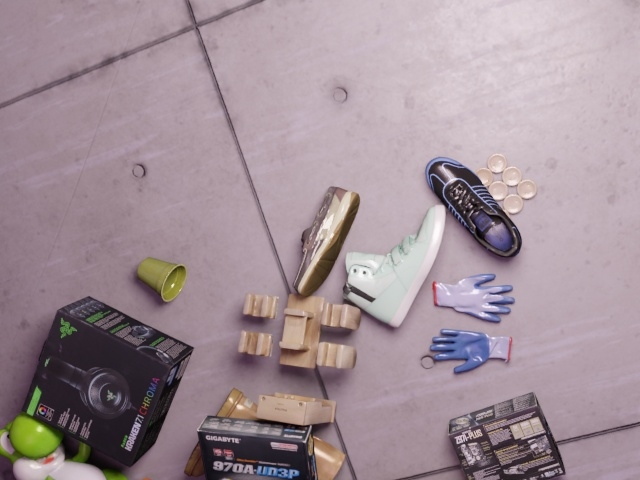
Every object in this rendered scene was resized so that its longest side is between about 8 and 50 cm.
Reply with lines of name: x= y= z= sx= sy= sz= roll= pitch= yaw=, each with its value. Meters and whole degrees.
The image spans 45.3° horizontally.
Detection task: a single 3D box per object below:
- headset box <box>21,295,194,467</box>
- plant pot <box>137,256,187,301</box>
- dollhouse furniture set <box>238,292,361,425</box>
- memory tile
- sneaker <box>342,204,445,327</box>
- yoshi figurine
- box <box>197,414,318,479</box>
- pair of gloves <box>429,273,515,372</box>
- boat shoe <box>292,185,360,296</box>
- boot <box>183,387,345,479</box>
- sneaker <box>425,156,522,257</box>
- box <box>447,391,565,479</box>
headset box: x=-0.448 y=0.283 z=1.593 sx=0.283 sy=0.131 sz=0.246 roll=26 pitch=103 yaw=7
plant pot: x=-0.329 y=0.071 z=1.567 sx=0.079 sy=0.083 sz=0.083 roll=24 pitch=103 yaw=19
dollhouse furniture set: x=-0.034 y=0.231 z=1.508 sx=0.212 sy=0.161 sz=0.242 roll=4 pitch=81 yaw=21
memory tile: x=0.322 y=-0.080 z=1.440 sx=0.113 sy=0.012 sz=0.148 roll=41 pitch=105 yaw=3
sneaker: x=0.132 y=0.029 z=1.450 sx=0.151 sy=0.094 sz=0.256 roll=24 pitch=105 yaw=1
yoshi figurine: x=-0.535 y=0.481 z=1.624 sx=0.362 sy=0.203 sz=0.203 roll=32 pitch=88 yaw=7
box: x=-0.118 y=0.432 z=1.485 sx=0.220 sy=0.051 sz=0.175 roll=2 pitch=116 yaw=15
pair of gloves: x=0.292 y=0.160 z=1.480 sx=0.159 sy=0.023 sz=0.198 roll=1 pitch=98 yaw=13
boat shoe: x=0.000 y=-0.001 z=1.477 sx=0.073 sy=0.080 sz=0.223 roll=26 pitch=86 yaw=24
boot: x=-0.121 y=0.461 z=1.580 sx=0.269 sy=0.089 sz=0.236 roll=33 pitch=111 yaw=1
sneaker: x=0.281 y=-0.062 z=1.397 sx=0.232 sy=0.090 sz=0.081 roll=44 pitch=105 yaw=2
box: x=0.356 y=0.397 z=1.476 sx=0.180 sy=0.077 sz=0.147 roll=-23 pitch=94 yaw=14
